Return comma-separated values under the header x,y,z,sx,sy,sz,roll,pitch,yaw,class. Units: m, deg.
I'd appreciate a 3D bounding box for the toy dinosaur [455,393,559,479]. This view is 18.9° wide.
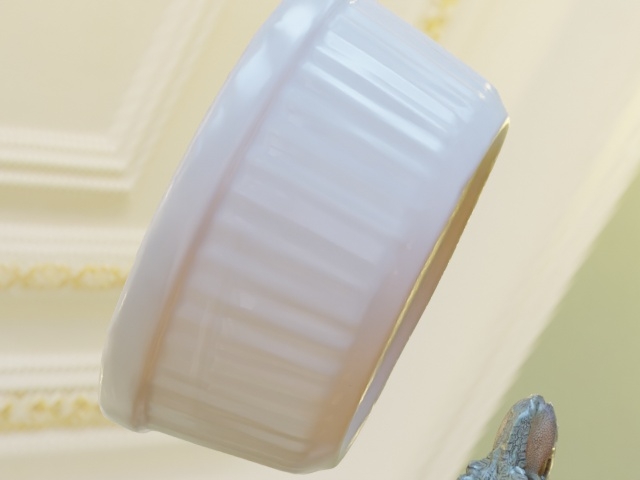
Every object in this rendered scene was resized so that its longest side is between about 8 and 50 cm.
x,y,z,sx,sy,sz,roll,pitch,yaw,class
0.080,0.182,0.627,0.064,0.268,0.118,-15,-1,11,toy dinosaur

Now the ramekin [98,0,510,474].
x,y,z,sx,sy,sz,roll,pitch,yaw,class
0.000,0.000,1.034,0.273,0.127,0.273,-62,-7,-13,ramekin
